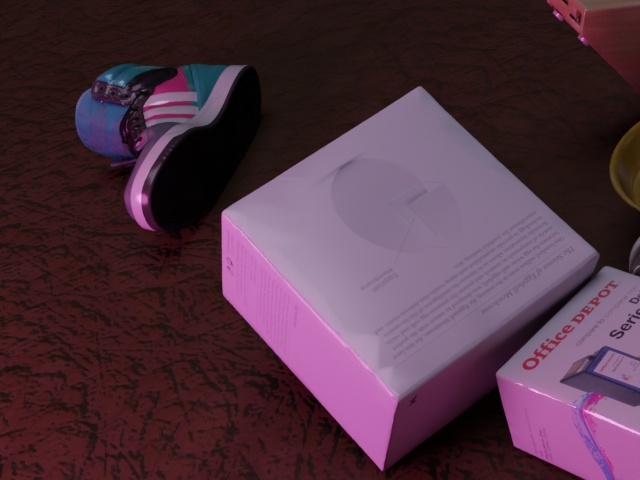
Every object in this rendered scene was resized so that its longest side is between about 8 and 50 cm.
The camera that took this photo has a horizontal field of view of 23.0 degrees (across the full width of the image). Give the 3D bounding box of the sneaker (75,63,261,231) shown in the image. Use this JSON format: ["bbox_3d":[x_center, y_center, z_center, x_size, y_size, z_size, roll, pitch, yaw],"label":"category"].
[{"bbox_3d":[-0.195,-0.110,1.721,0.178,0.123,0.295,3,31,19],"label":"sneaker"}]

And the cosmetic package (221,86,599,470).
[{"bbox_3d":[0.071,0.030,1.332,0.224,0.138,0.224,-33,63,-22],"label":"cosmetic package"}]

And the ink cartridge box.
[{"bbox_3d":[0.268,0.122,1.223,0.154,0.093,0.212,-39,38,-28],"label":"ink cartridge box"}]

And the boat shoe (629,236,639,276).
[{"bbox_3d":[0.397,0.050,1.251,0.324,0.116,0.096,7,38,23],"label":"boat shoe"}]

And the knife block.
[{"bbox_3d":[0.393,-0.233,1.547,0.242,0.276,0.088,-46,33,11],"label":"knife block"}]

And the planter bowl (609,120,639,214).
[{"bbox_3d":[0.374,-0.043,1.409,0.217,0.090,0.217,-12,35,9],"label":"planter bowl"}]
